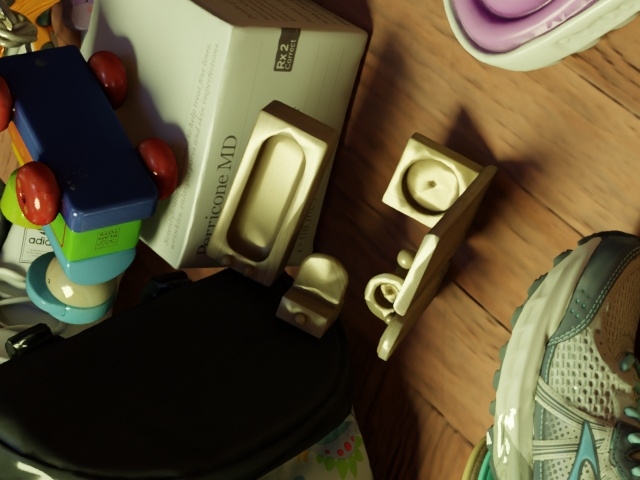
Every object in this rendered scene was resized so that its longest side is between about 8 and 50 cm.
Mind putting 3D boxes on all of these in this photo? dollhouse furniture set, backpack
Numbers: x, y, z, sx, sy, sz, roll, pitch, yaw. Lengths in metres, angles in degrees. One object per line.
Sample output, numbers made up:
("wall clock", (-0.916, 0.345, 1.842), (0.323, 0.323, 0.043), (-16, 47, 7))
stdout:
("dollhouse furniture set", (0.000, 0.000, 1.147), (0.151, 0.123, 0.144), (28, 119, 9))
("backpack", (-0.098, 0.237, 1.226), (0.273, 0.290, 0.355), (40, 130, 27))

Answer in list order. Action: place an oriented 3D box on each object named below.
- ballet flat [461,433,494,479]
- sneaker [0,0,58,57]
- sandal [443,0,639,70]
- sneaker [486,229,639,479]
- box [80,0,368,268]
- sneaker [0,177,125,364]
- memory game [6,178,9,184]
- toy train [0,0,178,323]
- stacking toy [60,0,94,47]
("ballet flat", (0.115, 0.230, 1.101), (0.073, 0.080, 0.232), (146, 118, -65))
("sneaker", (-0.243, -0.227, 1.457), (0.121, 0.099, 0.262), (57, 133, 37))
("sandal", (0.182, -0.228, 0.970), (0.416, 0.102, 0.169), (-50, 54, 41))
("sneaker", (0.158, 0.136, 1.014), (0.122, 0.110, 0.283), (10, 83, 32))
("box", (-0.081, -0.096, 1.308), (0.182, 0.119, 0.181), (37, 120, 46))
("sneaker", (-0.228, 0.064, 1.381), (0.366, 0.137, 0.210), (-84, 6, -80))
("memory game", (-0.247, 0.026, 1.620), (0.186, 0.012, 0.186), (1, 92, 52))
("toy train", (-0.197, -0.070, 1.292), (0.248, 0.105, 0.143), (58, 148, 32))
("stacking toy", (-0.192, -0.157, 1.509), (0.167, 0.052, 0.221), (-1, 91, 53))
